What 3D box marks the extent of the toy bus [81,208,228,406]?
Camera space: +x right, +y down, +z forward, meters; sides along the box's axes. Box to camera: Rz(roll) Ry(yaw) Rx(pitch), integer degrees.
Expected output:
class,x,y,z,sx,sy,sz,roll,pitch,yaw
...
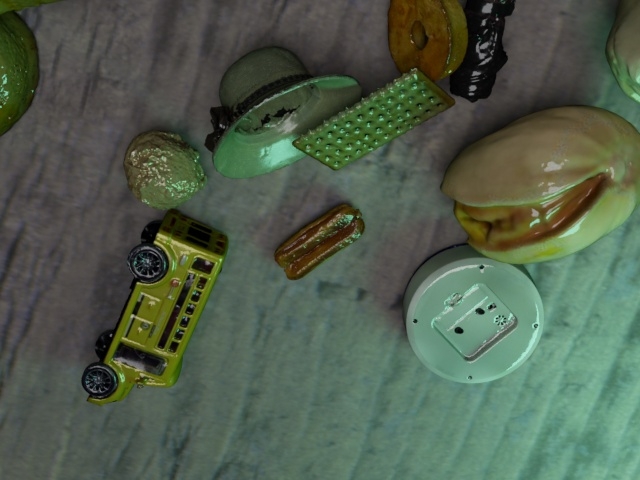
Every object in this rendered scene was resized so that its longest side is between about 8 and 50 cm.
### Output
class,x,y,z,sx,sy,sz,roll,pitch,yaw
toy bus,-0.271,0.125,1.610,0.151,0.145,0.331,22,107,-9

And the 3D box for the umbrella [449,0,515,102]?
class,x,y,z,sx,sy,sz,roll,pitch,yaw
umbrella,0.254,-0.369,1.462,0.094,0.090,0.326,17,110,16

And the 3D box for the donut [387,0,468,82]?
class,x,y,z,sx,sy,sz,roll,pitch,yaw
donut,0.162,-0.309,1.466,0.058,0.152,0.152,-17,114,-34

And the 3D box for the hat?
class,x,y,z,sx,sy,sz,roll,pitch,yaw
hat,-0.076,-0.215,1.485,0.257,0.257,0.130,-33,73,11

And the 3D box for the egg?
class,x,y,z,sx,sy,sz,roll,pitch,yaw
egg,-0.247,-0.109,1.543,0.118,0.116,0.140,-37,131,8

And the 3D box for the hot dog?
class,x,y,z,sx,sy,sz,roll,pitch,yaw
hot dog,0.000,0.000,1.618,0.165,0.045,0.071,-35,104,12

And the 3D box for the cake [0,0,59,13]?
class,x,y,z,sx,sy,sz,roll,pitch,yaw
cake,-0.388,-0.448,1.345,0.286,0.227,0.222,-18,97,-6

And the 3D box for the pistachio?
class,x,y,z,sx,sy,sz,roll,pitch,yaw
pistachio,0.343,-0.089,1.497,0.308,0.230,0.230,-22,109,26

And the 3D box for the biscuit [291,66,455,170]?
class,x,y,z,sx,sy,sz,roll,pitch,yaw
biscuit,0.080,-0.179,1.498,0.231,0.016,0.139,-27,152,25

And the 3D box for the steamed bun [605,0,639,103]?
class,x,y,z,sx,sy,sz,roll,pitch,yaw
steamed bun,0.558,-0.296,1.433,0.289,0.203,0.276,-21,134,9

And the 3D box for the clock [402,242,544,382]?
class,x,y,z,sx,sy,sz,roll,pitch,yaw
clock,0.254,0.122,1.644,0.230,0.083,0.230,0,107,0

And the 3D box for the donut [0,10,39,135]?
class,x,y,z,sx,sy,sz,roll,pitch,yaw
donut,-0.575,-0.258,1.497,0.272,0.107,0.272,1,110,2
